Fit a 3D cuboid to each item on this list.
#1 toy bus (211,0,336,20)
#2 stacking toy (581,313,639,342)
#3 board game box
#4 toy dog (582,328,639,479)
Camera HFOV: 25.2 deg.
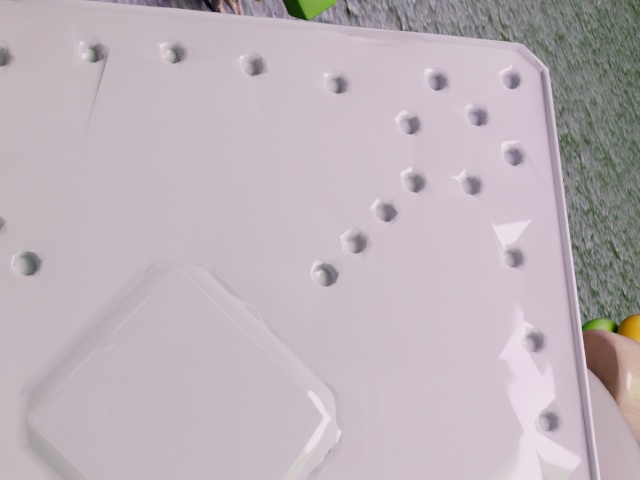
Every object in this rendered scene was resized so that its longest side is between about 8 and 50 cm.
[{"bbox_3d":[-0.036,-0.252,0.976,0.104,0.202,0.191,-34,105,-17],"label":"toy bus"},{"bbox_3d":[0.257,0.118,1.252,0.141,0.330,0.141,39,44,-53],"label":"stacking toy"},{"bbox_3d":[-0.064,0.083,0.630,0.390,0.050,0.390,2,71,-18],"label":"board game box"},{"bbox_3d":[0.140,0.189,0.871,0.220,0.161,0.334,25,33,-10],"label":"toy dog"}]
